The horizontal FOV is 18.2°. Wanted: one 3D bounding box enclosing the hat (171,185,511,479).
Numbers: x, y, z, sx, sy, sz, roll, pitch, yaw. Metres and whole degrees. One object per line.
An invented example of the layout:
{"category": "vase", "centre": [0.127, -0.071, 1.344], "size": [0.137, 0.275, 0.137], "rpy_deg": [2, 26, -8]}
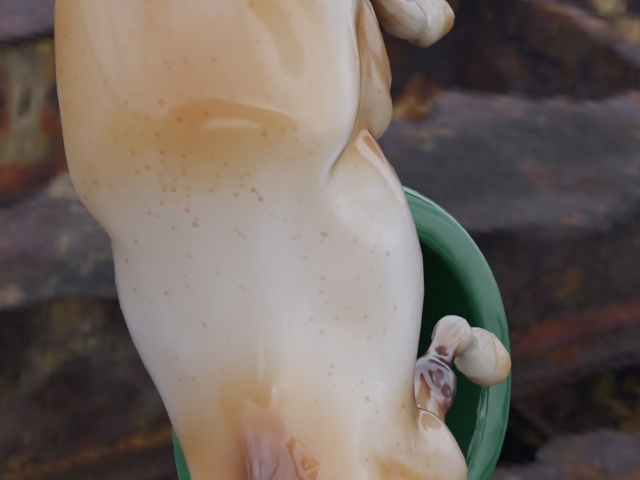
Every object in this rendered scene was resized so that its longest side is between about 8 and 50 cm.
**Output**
{"category": "hat", "centre": [-0.036, 0.055, 0.857], "size": [0.208, 0.173, 0.183], "rpy_deg": [16, -6, -43]}

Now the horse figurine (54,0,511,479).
{"category": "horse figurine", "centre": [0.000, 0.000, 0.398], "size": [0.066, 0.263, 0.174], "rpy_deg": [-8, 7, 15]}
